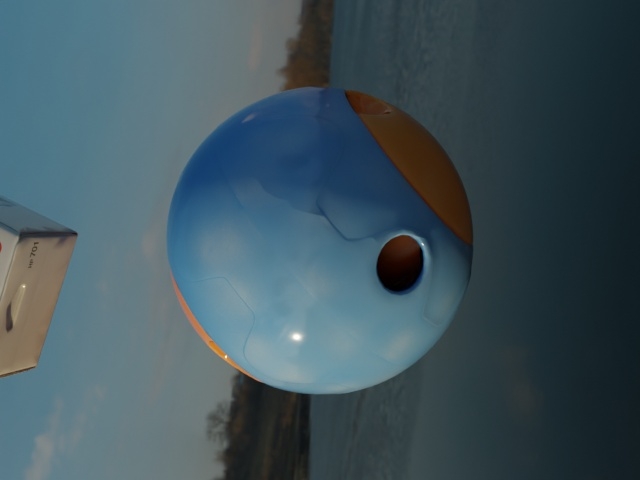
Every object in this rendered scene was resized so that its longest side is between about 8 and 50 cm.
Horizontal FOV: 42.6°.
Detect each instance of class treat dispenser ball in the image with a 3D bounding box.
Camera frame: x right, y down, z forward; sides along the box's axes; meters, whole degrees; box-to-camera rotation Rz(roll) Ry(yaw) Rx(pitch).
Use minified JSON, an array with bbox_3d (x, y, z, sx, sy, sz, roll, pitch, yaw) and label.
[{"bbox_3d":[0.000,0.000,0.778,0.288,0.288,0.288,-175,90,-89],"label":"treat dispenser ball"}]

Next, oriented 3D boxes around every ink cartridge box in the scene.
[{"bbox_3d":[-0.331,0.022,0.736,0.082,0.191,0.139,-3,-65,-70],"label":"ink cartridge box"}]
